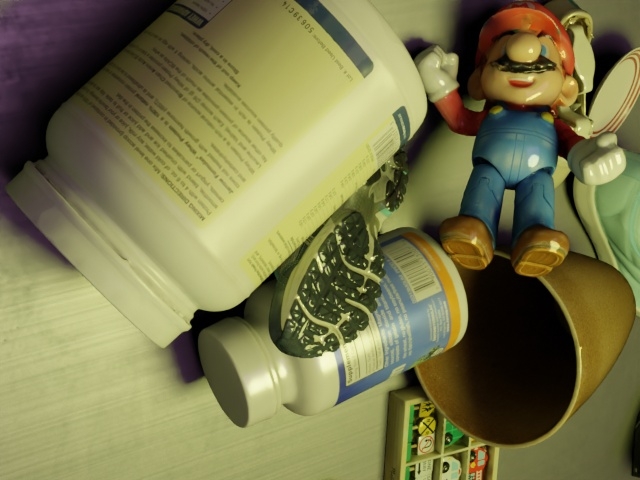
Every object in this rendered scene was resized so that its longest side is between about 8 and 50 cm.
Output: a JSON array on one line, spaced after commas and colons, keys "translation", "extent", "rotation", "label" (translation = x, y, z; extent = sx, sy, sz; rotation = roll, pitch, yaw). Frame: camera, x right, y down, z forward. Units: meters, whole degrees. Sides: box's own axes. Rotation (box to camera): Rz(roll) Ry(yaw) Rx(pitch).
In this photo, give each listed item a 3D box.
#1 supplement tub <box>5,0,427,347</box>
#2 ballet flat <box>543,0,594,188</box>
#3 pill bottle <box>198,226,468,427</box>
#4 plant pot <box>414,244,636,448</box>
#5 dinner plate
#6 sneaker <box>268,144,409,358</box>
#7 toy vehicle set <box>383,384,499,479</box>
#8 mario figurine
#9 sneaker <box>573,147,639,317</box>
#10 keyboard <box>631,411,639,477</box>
[{"translation": [-0.092, -0.087, 0.892], "extent": [0.325, 0.235, 0.235], "rotation": [-44, 123, -8], "label": "supplement tub"}, {"translation": [0.300, -0.170, 1.222], "extent": [0.086, 0.086, 0.248], "rotation": [-14, 112, -29], "label": "ballet flat"}, {"translation": [0.012, 0.097, 1.076], "extent": [0.272, 0.152, 0.152], "rotation": [-23, 116, -25], "label": "pill bottle"}, {"translation": [0.277, 0.105, 1.227], "extent": [0.254, 0.237, 0.237], "rotation": [-13, 112, -46], "label": "plant pot"}, {"translation": [0.380, -0.187, 1.285], "extent": [0.141, 0.017, 0.141], "rotation": [-35, 143, -32], "label": "dinner plate"}, {"translation": [0.000, 0.000, 1.012], "extent": [0.110, 0.122, 0.283], "rotation": [53, 46, -36], "label": "sneaker"}, {"translation": [0.160, 0.312, 1.309], "extent": [0.166, 0.035, 0.267], "rotation": [-8, 109, -31], "label": "toy vehicle set"}, {"translation": [0.209, -0.135, 1.079], "extent": [0.198, 0.170, 0.320], "rotation": [21, 63, -24], "label": "mario figurine"}, {"translation": [0.472, 0.022, 1.347], "extent": [0.135, 0.150, 0.366], "rotation": [-52, 128, -7], "label": "sneaker"}, {"translation": [0.628, 0.324, 1.620], "extent": [0.317, 0.033, 0.201], "rotation": [-14, 112, -28], "label": "keyboard"}]
